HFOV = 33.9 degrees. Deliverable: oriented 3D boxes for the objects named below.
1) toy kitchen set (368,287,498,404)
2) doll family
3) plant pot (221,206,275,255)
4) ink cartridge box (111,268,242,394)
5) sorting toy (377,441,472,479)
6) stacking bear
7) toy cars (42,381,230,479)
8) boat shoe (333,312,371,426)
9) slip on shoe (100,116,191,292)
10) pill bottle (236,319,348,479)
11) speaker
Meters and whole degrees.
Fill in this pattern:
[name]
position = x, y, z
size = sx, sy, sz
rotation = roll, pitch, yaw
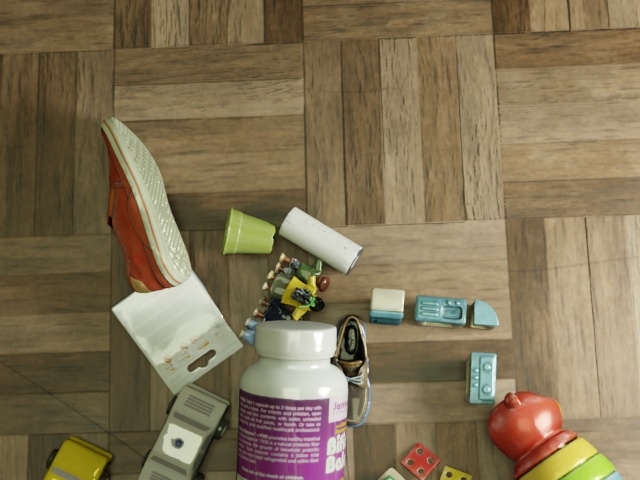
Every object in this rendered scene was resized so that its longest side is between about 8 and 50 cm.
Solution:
[toy kitchen set]
position = 0.177, 0.171, 1.666
size = 0.207, 0.122, 0.166
rotation = 4, 79, 3
[doll family]
position = -0.050, 0.117, 1.710
size = 0.111, 0.076, 0.193
rotation = 26, 95, 7
[plant pot]
position = -0.118, -0.009, 1.743
size = 0.079, 0.083, 0.083
rotation = 10, 79, -9
[ink cartridge box]
position = -0.236, 0.141, 1.741
size = 0.145, 0.045, 0.179
rotation = -35, 98, -5
[sorting toy]
position = 0.118, 0.431, 1.619
size = 0.274, 0.046, 0.132
rotation = -41, 67, -18
[stacking bear]
position = 0.371, 0.359, 1.611
size = 0.164, 0.175, 0.289
rotation = -32, 70, -11
[toy cars]
position = -0.315, 0.366, 1.665
size = 0.394, 0.087, 0.176
rotation = -25, 79, -3
[boat shoe]
position = 0.046, 0.208, 1.692
size = 0.066, 0.066, 0.183
rotation = -4, 78, 2
[slip on shoe]
position = -0.310, -0.061, 1.723
size = 0.101, 0.123, 0.331
rotation = -26, 68, 12
[pill bottle]
position = -0.043, 0.278, 1.599
size = 0.169, 0.169, 0.301
rotation = 2, 93, 3
[speaker]
position = 0.000, 0.000, 1.742
size = 0.136, 0.055, 0.055
rotation = 31, 81, 8
